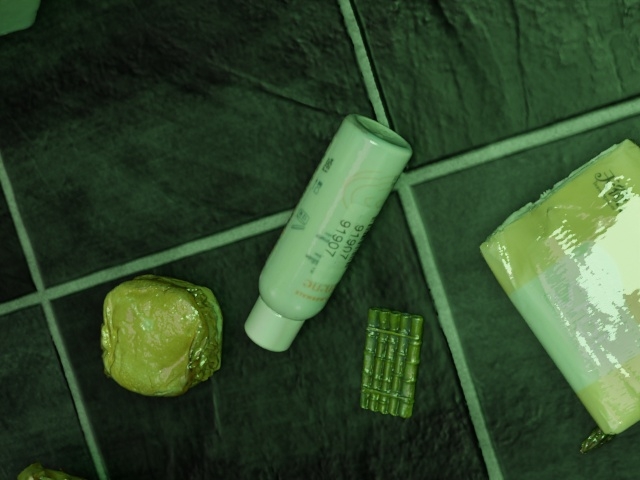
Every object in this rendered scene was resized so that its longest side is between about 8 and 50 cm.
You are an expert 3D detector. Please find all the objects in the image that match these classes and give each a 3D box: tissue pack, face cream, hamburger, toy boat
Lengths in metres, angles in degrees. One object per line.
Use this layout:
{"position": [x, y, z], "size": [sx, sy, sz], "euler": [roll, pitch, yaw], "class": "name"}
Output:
{"position": [0.277, 0.043, 0.891], "size": [0.186, 0.090, 0.222], "euler": [-37, 78, 21], "class": "tissue pack"}
{"position": [0.000, 0.000, 1.016], "size": [0.082, 0.082, 0.269], "euler": [34, 110, 14], "class": "face cream"}
{"position": [-0.185, 0.110, 1.112], "size": [0.147, 0.083, 0.138], "euler": [9, 98, 20], "class": "hamburger"}
{"position": [0.076, 0.131, 1.041], "size": [0.063, 0.016, 0.115], "euler": [9, 102, 21], "class": "toy boat"}

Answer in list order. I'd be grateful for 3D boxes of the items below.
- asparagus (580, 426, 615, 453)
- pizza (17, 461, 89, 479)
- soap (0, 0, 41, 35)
{"position": [0.332, 0.128, 0.930], "size": [0.023, 0.022, 0.233], "euler": [26, 112, -30], "class": "asparagus"}
{"position": [-0.221, 0.433, 1.159], "size": [0.440, 0.130, 0.406], "euler": [-28, 87, 35], "class": "pizza"}
{"position": [-0.386, -0.416, 0.929], "size": [0.435, 0.213, 0.350], "euler": [-35, 75, 59], "class": "soap"}
